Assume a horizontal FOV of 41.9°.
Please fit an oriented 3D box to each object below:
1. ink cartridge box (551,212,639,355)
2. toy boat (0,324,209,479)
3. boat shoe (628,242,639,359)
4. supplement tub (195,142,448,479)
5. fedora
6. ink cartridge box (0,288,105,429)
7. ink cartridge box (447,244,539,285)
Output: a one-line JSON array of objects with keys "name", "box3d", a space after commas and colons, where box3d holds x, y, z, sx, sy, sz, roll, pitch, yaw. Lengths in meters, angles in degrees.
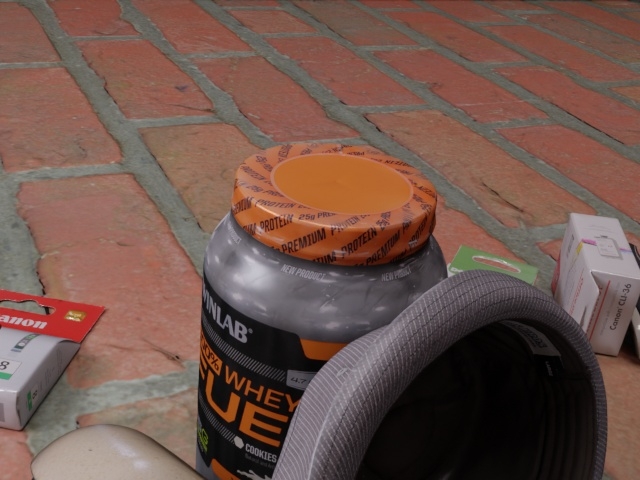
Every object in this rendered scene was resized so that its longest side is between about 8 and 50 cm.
[{"name": "ink cartridge box", "box3d": [0.342, 0.061, 1.038, 0.067, 0.115, 0.198, 9, 29, 4]}, {"name": "toy boat", "box3d": [-0.181, 0.181, 0.570, 0.318, 0.267, 0.148, 39, 74, -7]}, {"name": "boat shoe", "box3d": [0.419, 0.072, 1.065, 0.065, 0.075, 0.206, -10, 32, 16]}, {"name": "supplement tub", "box3d": [-0.004, 0.092, 0.692, 0.194, 0.315, 0.193, 5, 28, -3]}, {"name": "fedora", "box3d": [0.058, 0.142, 0.523, 0.124, 0.243, 0.275, 4, 43, 51]}, {"name": "ink cartridge box", "box3d": [-0.353, 0.097, 0.888, 0.181, 0.056, 0.224, 10, 30, 5]}, {"name": "ink cartridge box", "box3d": [0.189, 0.087, 1.012, 0.109, 0.062, 0.209, 16, 29, 17]}]
